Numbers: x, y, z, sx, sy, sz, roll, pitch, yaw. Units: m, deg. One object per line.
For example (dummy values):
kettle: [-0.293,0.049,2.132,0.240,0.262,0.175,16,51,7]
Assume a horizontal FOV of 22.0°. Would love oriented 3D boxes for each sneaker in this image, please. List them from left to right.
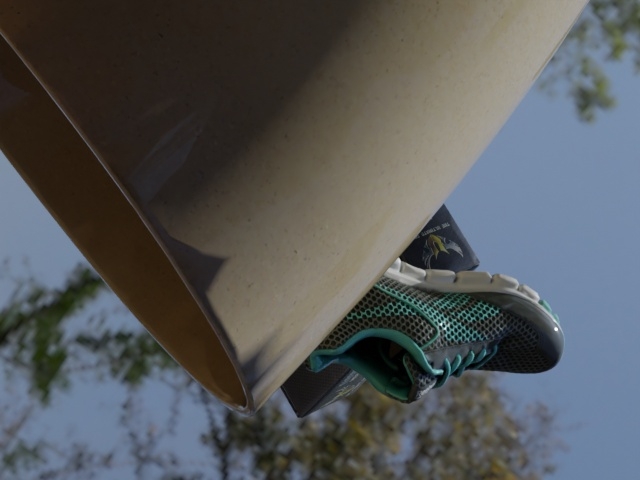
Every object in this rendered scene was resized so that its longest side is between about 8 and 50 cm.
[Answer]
sneaker: [0.052,0.052,0.829,0.065,0.166,0.076,-50,-146,45]

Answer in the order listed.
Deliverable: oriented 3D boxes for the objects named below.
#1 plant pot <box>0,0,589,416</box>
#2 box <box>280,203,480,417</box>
plant pot: [-0.003,-0.111,0.680,0.274,0.256,0.256,-38,-162,-13]
box: [0.000,0.000,1.166,0.059,0.183,0.233,-23,164,-31]
